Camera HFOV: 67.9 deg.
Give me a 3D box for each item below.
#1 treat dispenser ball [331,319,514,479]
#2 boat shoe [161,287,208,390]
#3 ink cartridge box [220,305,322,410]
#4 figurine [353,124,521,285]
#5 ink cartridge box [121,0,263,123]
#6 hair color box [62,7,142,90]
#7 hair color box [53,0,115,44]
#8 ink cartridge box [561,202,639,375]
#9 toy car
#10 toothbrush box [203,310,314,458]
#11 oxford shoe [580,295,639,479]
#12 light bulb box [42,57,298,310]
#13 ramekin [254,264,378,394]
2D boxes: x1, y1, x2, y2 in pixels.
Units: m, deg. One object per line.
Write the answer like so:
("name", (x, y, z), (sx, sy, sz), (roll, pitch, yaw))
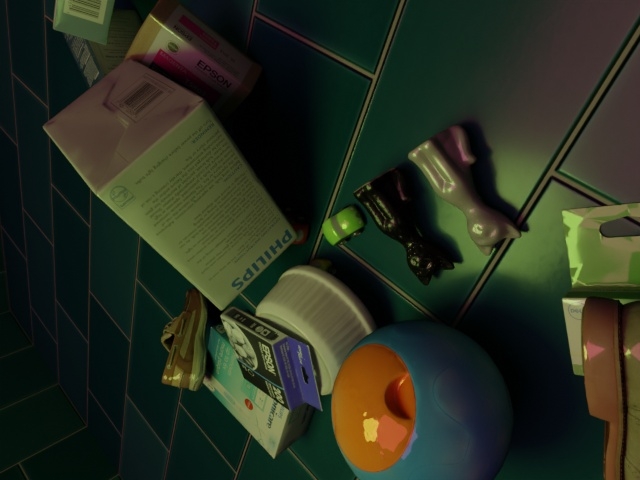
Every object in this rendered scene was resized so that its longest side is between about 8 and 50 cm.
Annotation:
("treat dispenser ball", (0.161, 0.275, 0.776), (0.288, 0.288, 0.288), (17, 116, 38))
("boat shoe", (-0.369, 0.252, 1.285), (0.324, 0.117, 0.123), (-105, 27, -51))
("ink cartridge box", (-0.098, 0.251, 0.966), (0.208, 0.045, 0.206), (19, 134, 35))
("figurine", (0.191, -0.046, 0.781), (0.215, 0.092, 0.209), (-33, 90, 44))
("ink cartridge box", (-0.273, -0.356, 0.997), (0.235, 0.088, 0.193), (34, 142, -23))
("hair color box", (-0.494, -0.411, 1.206), (0.105, 0.174, 0.347), (-30, 84, 44))
("hair color box", (-0.533, -0.640, 1.094), (0.185, 0.114, 0.374), (-54, 42, 37))
("ink cartridge box", (0.416, 0.071, 0.629), (0.171, 0.056, 0.235), (-4, 104, 44))
("toy car", (0.000, 0.000, 0.986), (0.225, 0.053, 0.239), (-38, 79, 44))
("toothbrush box", (-0.155, 0.359, 1.213), (0.296, 0.126, 0.216), (35, 126, 27))
("oxford shoe", (0.421, 0.235, 0.570), (0.147, 0.140, 0.397), (-6, 126, 36))
("light bulb box", (-0.286, -0.112, 0.938), (0.358, 0.225, 0.361), (37, 166, 41))
("ramekin", (-0.019, 0.193, 0.975), (0.273, 0.127, 0.272), (28, 139, 28))
